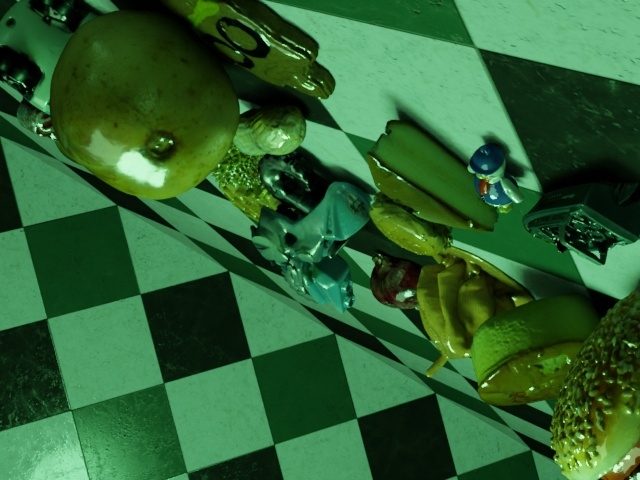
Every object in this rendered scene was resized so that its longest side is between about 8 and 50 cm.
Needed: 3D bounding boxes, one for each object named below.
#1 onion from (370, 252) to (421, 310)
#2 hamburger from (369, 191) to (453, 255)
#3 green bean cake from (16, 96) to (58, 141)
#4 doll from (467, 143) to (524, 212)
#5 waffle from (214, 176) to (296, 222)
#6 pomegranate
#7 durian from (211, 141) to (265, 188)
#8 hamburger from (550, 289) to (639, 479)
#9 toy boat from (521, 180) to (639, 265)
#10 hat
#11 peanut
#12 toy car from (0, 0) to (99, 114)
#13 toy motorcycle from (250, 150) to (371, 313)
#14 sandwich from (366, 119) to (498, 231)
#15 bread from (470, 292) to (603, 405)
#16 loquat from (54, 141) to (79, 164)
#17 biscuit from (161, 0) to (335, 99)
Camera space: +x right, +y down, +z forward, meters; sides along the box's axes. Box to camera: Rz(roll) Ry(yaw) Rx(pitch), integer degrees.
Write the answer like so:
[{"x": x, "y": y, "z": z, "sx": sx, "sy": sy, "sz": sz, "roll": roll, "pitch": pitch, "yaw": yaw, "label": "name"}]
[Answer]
[{"x": 0.170, "y": 0.102, "z": 2.152, "sx": 0.151, "sy": 0.098, "sz": 0.206, "roll": 31, "pitch": 169, "yaw": -16, "label": "onion"}, {"x": 0.159, "y": -0.032, "z": 1.649, "sx": 0.147, "sy": 0.083, "sz": 0.138, "roll": 27, "pitch": 173, "yaw": 24, "label": "hamburger"}, {"x": -0.503, "y": -0.294, "z": 1.992, "sx": 0.233, "sy": 0.198, "sz": 0.097, "roll": 19, "pitch": -171, "yaw": -47, "label": "green bean cake"}, {"x": 0.236, "y": -0.088, "z": 1.297, "sx": 0.099, "sy": 0.057, "sz": 0.143, "roll": 40, "pitch": 170, "yaw": 32, "label": "doll"}, {"x": -0.101, "y": -0.070, "z": 2.164, "sx": 0.301, "sy": 0.058, "sz": 0.281, "roll": 25, "pitch": 166, "yaw": 19, "label": "waffle"}, {"x": -0.265, "y": -0.201, "z": 1.423, "sx": 0.307, "sy": 0.307, "sz": 0.307, "roll": 28, "pitch": 168, "yaw": 6, "label": "pomegranate"}, {"x": -0.178, "y": -0.153, "z": 1.898, "sx": 0.147, "sy": 0.102, "sz": 0.208, "roll": 23, "pitch": 172, "yaw": 2, "label": "durian"}, {"x": 0.497, "y": 0.236, "z": 1.406, "sx": 0.250, "sy": 0.330, "sz": 0.330, "roll": 22, "pitch": 167, "yaw": 9, "label": "hamburger"}, {"x": 0.331, "y": -0.020, "z": 1.253, "sx": 0.093, "sy": 0.103, "sz": 0.246, "roll": 30, "pitch": 171, "yaw": -8, "label": "toy boat"}, {"x": 0.265, "y": 0.168, "z": 1.876, "sx": 0.233, "sy": 0.233, "sz": 0.244, "roll": 29, "pitch": 167, "yaw": 4, "label": "hat"}, {"x": -0.087, "y": -0.182, "z": 1.580, "sx": 0.087, "sy": 0.087, "sz": 0.207, "roll": 34, "pitch": 166, "yaw": -23, "label": "peanut"}, {"x": -0.436, "y": -0.305, "z": 1.645, "sx": 0.255, "sy": 0.188, "sz": 0.190, "roll": 31, "pitch": 176, "yaw": -13, "label": "toy car"}, {"x": 0.000, "y": 0.000, "z": 1.843, "sx": 0.232, "sy": 0.172, "sz": 0.416, "roll": 22, "pitch": 142, "yaw": 26, "label": "toy motorcycle"}, {"x": 0.155, "y": -0.091, "z": 1.387, "sx": 0.244, "sy": 0.090, "sz": 0.088, "roll": 32, "pitch": 164, "yaw": -26, "label": "sandwich"}, {"x": 0.403, "y": 0.209, "z": 1.714, "sx": 0.270, "sy": 0.148, "sz": 0.270, "roll": -10, "pitch": 151, "yaw": -5, "label": "bread"}, {"x": -0.558, "y": -0.249, "z": 2.290, "sx": 0.195, "sy": 0.152, "sz": 0.152, "roll": 11, "pitch": 160, "yaw": 35, "label": "loquat"}, {"x": -0.105, "y": -0.279, "z": 1.325, "sx": 0.290, "sy": 0.041, "sz": 0.208, "roll": 32, "pitch": 169, "yaw": -14, "label": "biscuit"}]
